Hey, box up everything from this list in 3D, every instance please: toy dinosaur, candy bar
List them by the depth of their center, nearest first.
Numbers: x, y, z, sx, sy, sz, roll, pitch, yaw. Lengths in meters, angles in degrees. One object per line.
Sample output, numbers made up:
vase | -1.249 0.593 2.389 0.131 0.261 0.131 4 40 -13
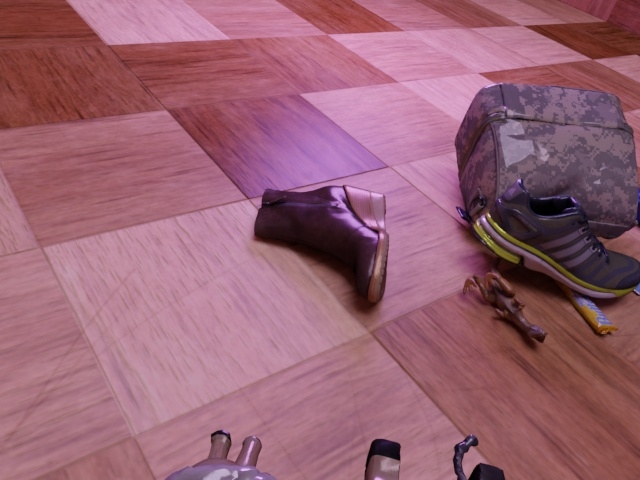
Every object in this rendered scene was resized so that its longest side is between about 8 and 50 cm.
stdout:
toy dinosaur | 0.279 0.077 0.877 0.112 0.064 0.211 28 32 -27
candy bar | 0.424 0.093 0.921 0.040 0.018 0.161 -1 39 -18

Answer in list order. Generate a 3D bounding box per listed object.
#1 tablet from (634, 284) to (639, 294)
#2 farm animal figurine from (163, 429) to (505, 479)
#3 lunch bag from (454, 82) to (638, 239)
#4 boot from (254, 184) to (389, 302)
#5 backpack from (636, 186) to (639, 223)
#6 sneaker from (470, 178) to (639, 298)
tablet | 0.549 0.064 1.007 0.054 0.006 0.083 -15 45 -32
farm animal figurine | 0.067 0.280 0.336 0.330 0.326 0.172 -1 24 8
lunch bag | 0.409 -0.129 1.041 0.305 0.212 0.256 5 55 -7
boot | 0.000 0.000 0.873 0.207 0.090 0.248 1 39 3
backpack | 0.706 -0.067 1.152 0.120 0.098 0.101 35 71 25
sneaker | 0.402 0.000 0.904 0.300 0.121 0.111 19 32 -12
